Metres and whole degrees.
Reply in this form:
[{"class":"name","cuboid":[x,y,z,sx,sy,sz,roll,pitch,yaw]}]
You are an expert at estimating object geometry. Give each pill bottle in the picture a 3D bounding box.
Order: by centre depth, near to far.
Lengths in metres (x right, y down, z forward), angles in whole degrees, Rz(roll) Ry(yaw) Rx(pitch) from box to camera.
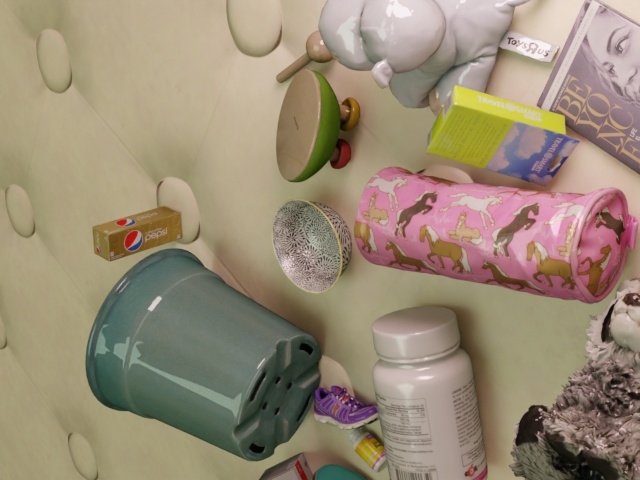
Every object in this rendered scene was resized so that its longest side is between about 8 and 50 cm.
[{"class":"pill bottle","cuboid":[0.170,0.259,1.503,0.160,0.160,0.283,3,108,45]},{"class":"pill bottle","cuboid":[0.088,0.380,1.724,0.083,0.043,0.043,42,132,26]}]

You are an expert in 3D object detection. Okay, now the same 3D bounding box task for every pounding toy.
[{"class":"pounding toy","cuboid":[0.008,-0.204,1.545,0.183,0.110,0.237,139,134,-58]}]

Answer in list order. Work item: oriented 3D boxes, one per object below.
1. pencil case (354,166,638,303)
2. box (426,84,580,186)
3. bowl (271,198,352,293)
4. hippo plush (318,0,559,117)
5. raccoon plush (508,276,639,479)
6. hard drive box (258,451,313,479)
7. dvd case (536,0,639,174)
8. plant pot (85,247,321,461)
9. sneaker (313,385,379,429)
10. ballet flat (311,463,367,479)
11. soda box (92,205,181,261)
[{"class":"pencil case","cuboid":[0.233,-0.014,1.312,0.386,0.167,0.160,10,152,43]},{"class":"box","cuboid":[0.245,-0.139,1.275,0.178,0.042,0.109,15,144,-8]},{"class":"bowl","cuboid":[0.000,0.000,1.632,0.170,0.080,0.170,20,119,39]},{"class":"hippo plush","cuboid":[0.131,-0.257,1.271,0.294,0.236,0.234,21,120,40]},{"class":"raccoon plush","cuboid":[0.403,0.251,1.248,0.216,0.299,0.446,25,145,25]},{"class":"hard drive box","cuboid":[-0.032,0.543,1.810,0.232,0.089,0.181,64,-178,4]},{"class":"dvd case","cuboid":[0.393,-0.184,1.194,0.221,0.018,0.165,41,132,27]},{"class":"plant pot","cuboid":[-0.200,0.232,1.777,0.334,0.341,0.341,23,122,29]},{"class":"sneaker","cuboid":[0.043,0.302,1.725,0.170,0.068,0.071,-1,100,47]},{"class":"ballet flat","cuboid":[0.113,0.543,1.723,0.348,0.123,0.123,29,125,36]},{"class":"soda box","cuboid":[-0.375,-0.016,1.939,0.058,0.181,0.061,22,120,39]}]
